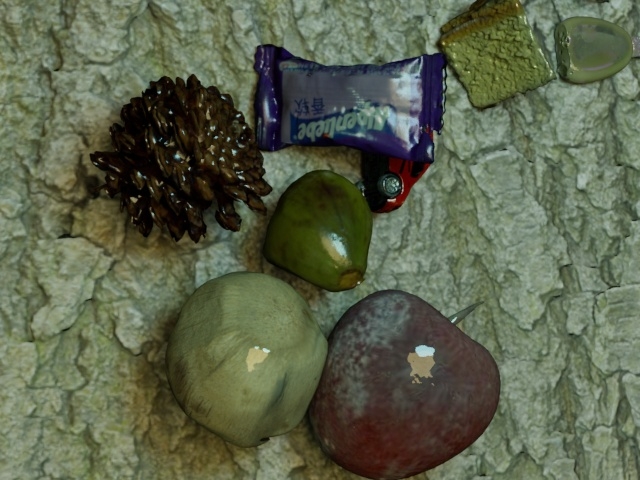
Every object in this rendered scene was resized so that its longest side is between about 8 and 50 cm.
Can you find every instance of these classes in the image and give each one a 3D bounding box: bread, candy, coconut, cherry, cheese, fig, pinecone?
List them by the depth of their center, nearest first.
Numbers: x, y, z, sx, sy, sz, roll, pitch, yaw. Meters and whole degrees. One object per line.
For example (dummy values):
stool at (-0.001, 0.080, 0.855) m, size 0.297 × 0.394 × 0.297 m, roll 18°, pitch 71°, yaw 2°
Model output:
pinecone at (-0.177, -0.097, 1.694) m, size 0.222 × 0.221 × 0.221 m, roll 1°, pitch 85°, yaw -17°
coconut at (-0.096, 0.153, 1.695) m, size 0.224 × 0.224 × 0.224 m, roll 1°, pitch 85°, yaw -17°
cherry at (0.112, 0.178, 1.749) m, size 0.285 × 0.213 × 0.236 m, roll -44°, pitch 89°, yaw -5°
fig at (0.000, 0.000, 1.759) m, size 0.154 × 0.165 × 0.144 m, roll -32°, pitch 133°, yaw 10°
candy at (0.033, -0.179, 1.776) m, size 0.275 × 0.070 × 0.145 m, roll 6°, pitch 92°, yaw 22°
bread at (0.248, -0.265, 1.863) m, size 0.127 × 0.152 × 0.147 m, roll -30°, pitch 97°, yaw -9°
cheese at (0.432, -0.279, 1.974) m, size 0.192 × 0.037 × 0.097 m, roll -6°, pitch 89°, yaw -18°

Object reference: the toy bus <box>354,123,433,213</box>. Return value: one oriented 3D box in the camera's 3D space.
toy bus at (0.101, -0.132, 1.841) m, size 0.089 × 0.081 × 0.195 m, roll 4°, pitch 83°, yaw -27°
